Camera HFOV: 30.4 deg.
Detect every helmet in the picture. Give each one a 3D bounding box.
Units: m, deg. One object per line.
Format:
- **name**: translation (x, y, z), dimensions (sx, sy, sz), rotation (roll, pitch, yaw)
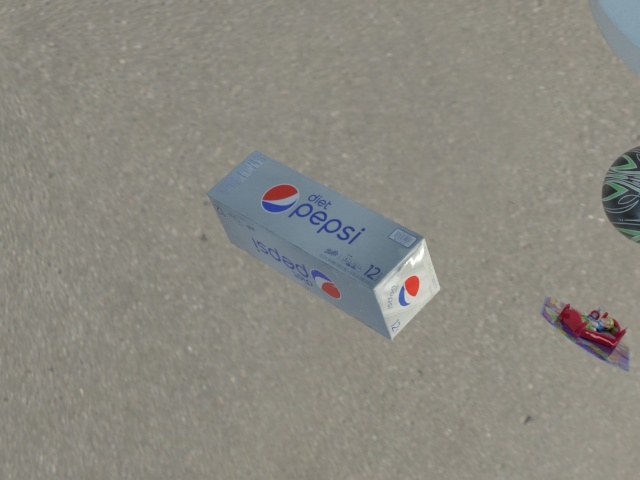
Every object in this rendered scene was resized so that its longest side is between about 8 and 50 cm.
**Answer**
- **helmet**: translation (0.500, -0.065, 1.730), dimensions (0.169, 0.161, 0.169), rotation (-2, 82, 18)

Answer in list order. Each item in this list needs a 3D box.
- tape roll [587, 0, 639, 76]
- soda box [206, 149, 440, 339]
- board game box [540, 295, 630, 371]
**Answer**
- **tape roll**: translation (0.492, -0.327, 1.319), dimensions (0.392, 0.072, 0.392), rotation (-4, 69, 11)
- **soda box**: translation (0.000, 0.000, 1.383), dimensions (0.091, 0.286, 0.098), rotation (-44, 139, -20)
- **board game box**: translation (0.356, 0.108, 1.540), dimensions (0.133, 0.169, 0.033), rotation (33, 106, 8)
